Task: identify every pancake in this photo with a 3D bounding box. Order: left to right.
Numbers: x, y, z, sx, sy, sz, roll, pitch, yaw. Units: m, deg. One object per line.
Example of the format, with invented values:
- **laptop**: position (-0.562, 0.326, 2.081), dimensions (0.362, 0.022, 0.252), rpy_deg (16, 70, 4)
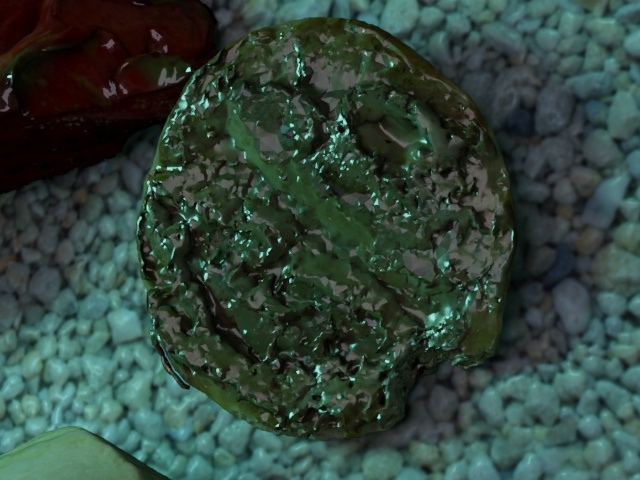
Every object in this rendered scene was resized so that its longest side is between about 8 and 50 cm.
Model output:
- **pancake**: position (0.000, 0.000, 1.461), dimensions (0.382, 0.071, 0.382), rpy_deg (0, 90, 21)

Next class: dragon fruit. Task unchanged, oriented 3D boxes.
- **dragon fruit**: position (-0.268, -0.209, 1.572), dimensions (0.329, 0.228, 0.286), rpy_deg (-8, 75, 26)

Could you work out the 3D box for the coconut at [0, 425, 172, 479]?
- **coconut**: position (-0.218, 0.312, 1.426), dimensions (0.328, 0.329, 0.329), rpy_deg (-5, 77, 25)
